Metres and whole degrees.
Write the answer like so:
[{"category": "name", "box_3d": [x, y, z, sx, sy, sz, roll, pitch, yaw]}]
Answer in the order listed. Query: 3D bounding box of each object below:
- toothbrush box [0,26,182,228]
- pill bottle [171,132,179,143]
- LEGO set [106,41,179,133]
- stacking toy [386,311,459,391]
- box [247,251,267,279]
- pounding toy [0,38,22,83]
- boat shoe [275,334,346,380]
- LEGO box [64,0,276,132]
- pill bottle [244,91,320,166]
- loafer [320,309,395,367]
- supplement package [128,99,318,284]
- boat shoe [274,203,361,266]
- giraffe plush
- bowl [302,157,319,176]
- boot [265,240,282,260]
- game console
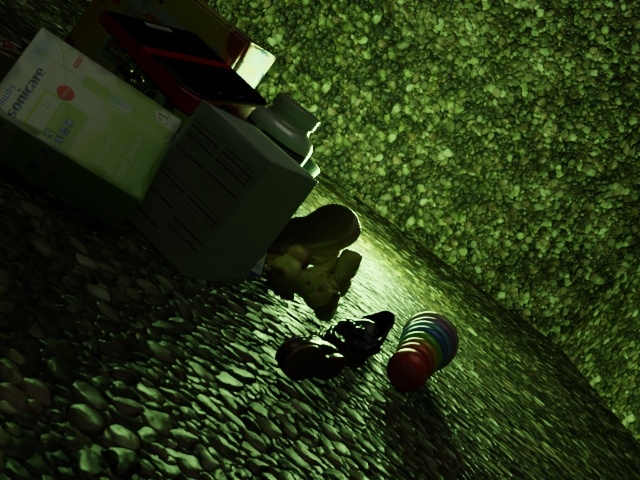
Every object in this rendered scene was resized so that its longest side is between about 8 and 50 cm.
[{"category": "toothbrush box", "box_3d": [-0.411, -0.188, 1.376, 0.283, 0.122, 0.206, 33, 50, -19]}, {"category": "pill bottle", "box_3d": [-0.327, -0.154, 1.674, 0.153, 0.153, 0.265, 44, 12, 31]}, {"category": "LEGO set", "box_3d": [-0.399, -0.342, 1.988, 0.255, 0.192, 0.331, 47, 5, 11]}, {"category": "stacking toy", "box_3d": [0.223, 0.258, 1.802, 0.141, 0.141, 0.330, 39, 15, 8]}, {"category": "box", "box_3d": [-0.146, 0.011, 1.687, 0.028, 0.136, 0.081, 1, -22, 40]}, {"category": "pounding toy", "box_3d": [-0.672, -0.384, 1.670, 0.130, 0.100, 0.141, 28, 14, -38]}, {"category": "boat shoe", "box_3d": [-0.028, 0.197, 1.386, 0.073, 0.073, 0.207, 41, 4, 27]}, {"category": "LEGO box", "box_3d": [-0.447, -0.540, 2.333, 0.500, 0.372, 0.193, 41, 11, 15]}, {"category": "pill bottle", "box_3d": [-0.144, -0.199, 1.994, 0.181, 0.323, 0.181, 36, 11, -8]}, {"category": "loafer", "box_3d": [0.085, 0.191, 1.695, 0.109, 0.095, 0.302, 40, 11, 14]}, {"category": "supplement package", "box_3d": [-0.186, -0.083, 1.526, 0.198, 0.262, 0.199, 42, 11, 23]}, {"category": "boat shoe", "box_3d": [0.000, 0.000, 1.863, 0.110, 0.121, 0.341, 43, -24, -22]}, {"category": "giraffe plush", "box_3d": [-0.031, 0.083, 1.710, 0.170, 0.181, 0.210, 28, 44, 7]}, {"category": "bowl", "box_3d": [-0.176, -0.200, 2.218, 0.311, 0.163, 0.311, 30, -5, 3]}, {"category": "boot", "box_3d": [-0.146, -0.074, 1.750, 0.090, 0.206, 0.248, 17, -3, 43]}, {"category": "game console", "box_3d": [-0.321, -0.418, 1.979, 0.342, 0.060, 0.386, 44, 20, 15]}]
